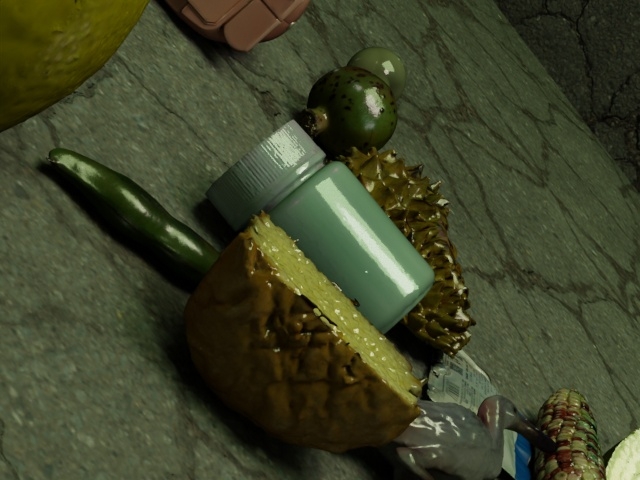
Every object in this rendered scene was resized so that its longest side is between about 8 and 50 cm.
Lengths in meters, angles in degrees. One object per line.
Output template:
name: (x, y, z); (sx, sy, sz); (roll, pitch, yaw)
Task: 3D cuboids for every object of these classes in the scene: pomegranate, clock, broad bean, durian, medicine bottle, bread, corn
pomegranate: (0.036, -0.166, 1.768); (0.130, 0.130, 0.130); (40, 24, -22)
clock: (-0.122, -0.347, 1.755); (0.227, 0.142, 0.241); (49, 12, -5)
broad bean: (-0.134, 0.004, 1.276); (0.297, 0.043, 0.060); (39, 13, -27)
durian: (0.095, -0.015, 1.646); (0.191, 0.112, 0.341); (36, 25, -32)
medicine bottle: (0.000, 0.000, 1.407); (0.225, 0.139, 0.139); (50, 22, -1)
bread: (-0.024, 0.095, 1.211); (0.229, 0.139, 0.143); (46, 20, -11)
corn: (0.291, 0.253, 1.629); (0.086, 0.086, 0.253); (45, 20, -12)

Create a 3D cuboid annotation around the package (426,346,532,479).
package: (0.187, 0.195, 1.603); (0.173, 0.027, 0.171); (46, 19, -10)

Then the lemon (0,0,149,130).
lemon: (-0.268, -0.266, 1.053); (0.364, 0.364, 0.364); (40, 24, -22)

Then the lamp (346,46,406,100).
lamp: (0.073, -0.205, 1.961); (0.091, 0.091, 0.163); (39, 38, -25)

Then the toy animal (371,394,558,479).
toy animal: (0.129, 0.215, 1.374); (0.195, 0.090, 0.324); (55, 31, -5)

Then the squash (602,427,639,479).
squash: (0.441, 0.335, 1.638); (0.252, 0.049, 0.252); (7, 63, -14)
